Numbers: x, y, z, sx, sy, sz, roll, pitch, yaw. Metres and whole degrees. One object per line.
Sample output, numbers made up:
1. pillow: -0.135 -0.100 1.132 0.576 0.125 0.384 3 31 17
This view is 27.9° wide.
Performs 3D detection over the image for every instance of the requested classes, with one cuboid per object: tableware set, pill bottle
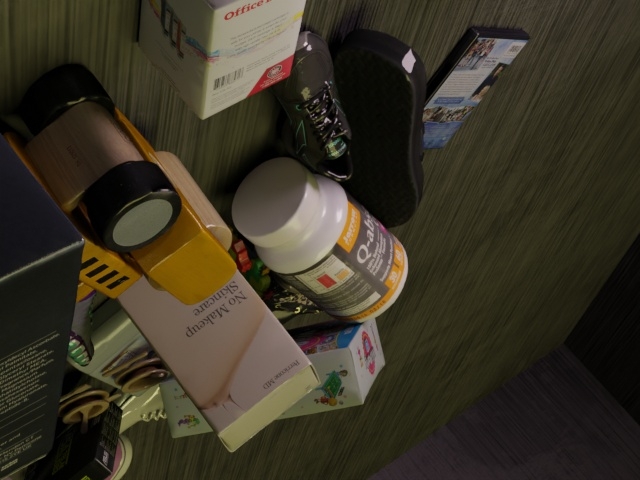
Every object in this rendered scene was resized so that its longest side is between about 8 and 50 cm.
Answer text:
1. tableware set: -0.315 0.238 1.978 0.194 0.039 0.128 -29 160 10
2. pill bottle: 0.000 0.000 1.917 0.162 0.162 0.278 -43 137 6

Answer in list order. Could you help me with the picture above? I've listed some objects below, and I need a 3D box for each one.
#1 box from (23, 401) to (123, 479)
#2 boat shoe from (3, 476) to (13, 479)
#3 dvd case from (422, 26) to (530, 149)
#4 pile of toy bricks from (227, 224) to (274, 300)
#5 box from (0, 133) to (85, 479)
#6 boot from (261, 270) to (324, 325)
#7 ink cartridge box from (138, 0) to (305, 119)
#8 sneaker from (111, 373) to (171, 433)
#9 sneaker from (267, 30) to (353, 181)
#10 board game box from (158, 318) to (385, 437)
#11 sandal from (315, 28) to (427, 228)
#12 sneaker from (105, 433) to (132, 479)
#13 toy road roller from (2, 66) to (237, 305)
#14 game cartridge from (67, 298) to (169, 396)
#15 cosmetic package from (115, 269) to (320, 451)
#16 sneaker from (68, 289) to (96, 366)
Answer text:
1. box: -0.399 0.358 2.044 0.184 0.045 0.191 -41 -161 14
2. boat shoe: -0.596 0.477 2.029 0.340 0.127 0.158 -34 167 3
3. dvd case: 0.221 -0.245 2.106 0.180 0.022 0.253 -9 143 -54
4. pile of toy bricks: -0.111 0.046 1.994 0.118 0.105 0.212 -30 157 -27
5. box: -0.403 0.051 1.214 0.212 0.293 0.395 -28 157 -31
6. boot: -0.069 0.123 2.263 0.178 0.085 0.236 -43 153 13
7. ink cartridge box: -0.105 -0.247 1.366 0.128 0.127 0.176 -29 157 -27
8. sneaker: -0.269 0.262 2.175 0.258 0.091 0.094 -41 160 1
9. sneaker: 0.000 -0.175 1.722 0.101 0.106 0.267 -35 153 -10
10. board game box: -0.069 0.207 1.999 0.303 0.098 0.224 -12 -172 13
11. sandal: 0.094 -0.159 1.882 0.107 0.167 0.446 -58 168 -28
12. sneaker: -0.457 0.447 2.236 0.161 0.102 0.282 -2 127 -54
13. toy road roller: -0.267 -0.017 1.453 0.240 0.202 0.329 -38 155 3
14. game cartridge: -0.267 0.145 2.001 0.198 0.062 0.297 -37 160 1
15. cosmetic package: -0.157 0.113 1.752 0.160 0.309 0.113 -38 159 -8
16. sneaker: -0.329 0.099 1.756 0.098 0.083 0.224 -42 160 -10
